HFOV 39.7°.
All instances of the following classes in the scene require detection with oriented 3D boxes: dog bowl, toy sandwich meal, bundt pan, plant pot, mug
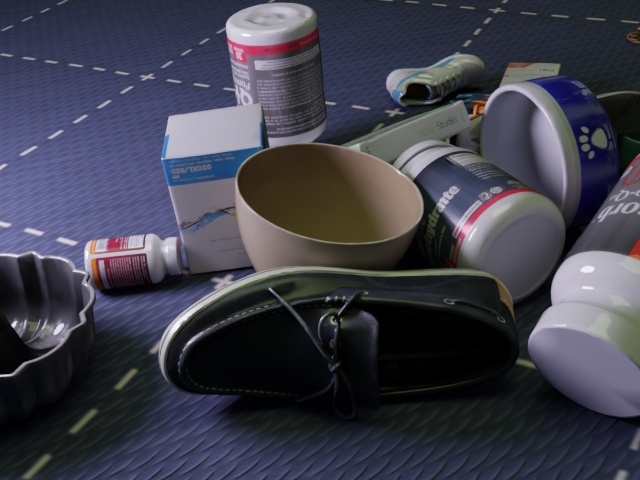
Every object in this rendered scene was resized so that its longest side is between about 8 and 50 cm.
[{"bbox_3d":[0.379,-0.142,1.494,0.104,0.264,0.265,-15,34,-16],"label":"dog bowl"},{"bbox_3d":[0.812,-0.518,2.221,0.086,0.029,0.085,-4,33,3],"label":"toy sandwich meal"},{"bbox_3d":[-0.482,0.156,1.301,0.331,0.124,0.330,-5,32,3],"label":"bundt pan"},{"bbox_3d":[0.000,0.000,1.373,0.284,0.190,0.284,8,34,-5],"label":"plant pot"},{"bbox_3d":[0.625,-0.170,1.651,0.158,0.097,0.129,-28,39,-32],"label":"mug"}]

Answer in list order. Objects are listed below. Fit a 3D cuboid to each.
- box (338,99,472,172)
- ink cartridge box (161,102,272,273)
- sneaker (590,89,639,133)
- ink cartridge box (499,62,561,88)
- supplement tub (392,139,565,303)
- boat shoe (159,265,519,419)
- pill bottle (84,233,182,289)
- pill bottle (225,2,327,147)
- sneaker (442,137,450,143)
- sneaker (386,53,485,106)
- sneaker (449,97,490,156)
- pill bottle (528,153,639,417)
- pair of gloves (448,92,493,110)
[{"bbox_3d":[0.095,-0.168,1.633,0.232,0.058,0.322,-25,6,-24],"label":"box"},{"bbox_3d":[-0.163,-0.088,1.527,0.168,0.232,0.171,-8,33,0],"label":"ink cartridge box"},{"bbox_3d":[0.511,-0.254,1.634,0.222,0.083,0.118,-2,31,7],"label":"sneaker"},{"bbox_3d":[0.446,-0.318,1.895,0.115,0.067,0.198,6,31,18],"label":"ink cartridge box"},{"bbox_3d":[0.237,-0.034,1.418,0.191,0.191,0.272,-20,35,-20],"label":"supplement tub"},{"bbox_3d":[0.033,0.138,1.198,0.501,0.186,0.156,-4,27,-7],"label":"boat shoe"},{"bbox_3d":[-0.314,0.034,1.497,0.152,0.086,0.086,-6,33,-1],"label":"pill bottle"},{"bbox_3d":[-0.079,-0.289,1.743,0.176,0.318,0.176,-4,32,3],"label":"pill bottle"},{"bbox_3d":[0.214,-0.173,1.731,0.084,0.069,0.185,3,23,1],"label":"sneaker"},{"bbox_3d":[0.270,-0.358,2.021,0.229,0.087,0.092,-16,40,-2],"label":"sneaker"},{"bbox_3d":[0.323,-0.207,1.739,0.321,0.124,0.180,-10,21,-42],"label":"sneaker"},{"bbox_3d":[0.445,0.049,1.200,0.210,0.210,0.363,20,55,34],"label":"pill bottle"},{"bbox_3d":[0.387,-0.293,1.949,0.159,0.023,0.198,-18,34,-18],"label":"pair of gloves"}]
